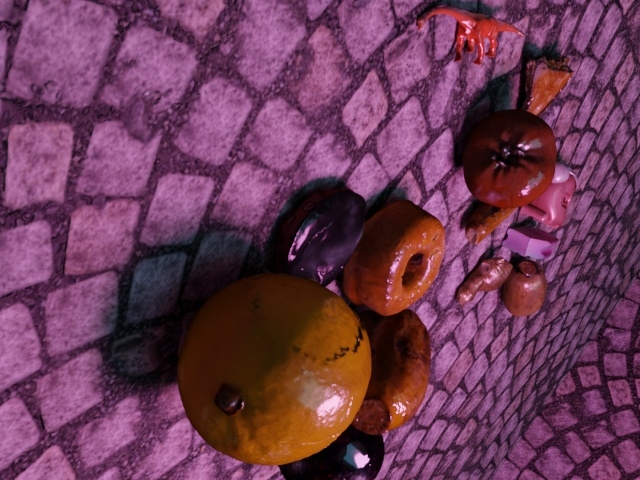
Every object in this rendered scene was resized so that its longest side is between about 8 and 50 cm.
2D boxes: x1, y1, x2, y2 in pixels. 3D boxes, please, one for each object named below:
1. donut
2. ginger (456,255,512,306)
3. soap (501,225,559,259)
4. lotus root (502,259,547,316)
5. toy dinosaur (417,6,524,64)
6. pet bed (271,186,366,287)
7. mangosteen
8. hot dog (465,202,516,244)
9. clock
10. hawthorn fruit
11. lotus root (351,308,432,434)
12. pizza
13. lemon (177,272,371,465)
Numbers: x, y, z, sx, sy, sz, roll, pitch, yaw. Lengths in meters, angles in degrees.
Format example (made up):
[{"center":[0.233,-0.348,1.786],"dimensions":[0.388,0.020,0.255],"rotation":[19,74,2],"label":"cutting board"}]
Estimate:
[{"center":[0.139,0.033,1.439],"dimensions":[0.226,0.114,0.226],"rotation":[-34,140,-35],"label":"donut"},{"center":[0.403,0.105,1.909],"dimensions":[0.165,0.067,0.096],"rotation":[-40,146,-4],"label":"ginger"},{"center":[0.548,0.005,1.982],"dimensions":[0.149,0.100,0.056],"rotation":[-5,121,-51],"label":"soap"},{"center":[0.561,0.142,2.108],"dimensions":[0.125,0.118,0.221],"rotation":[-27,137,-14],"label":"lotus root"},{"center":[0.260,-0.358,1.330],"dimensions":[0.279,0.055,0.101],"rotation":[-21,123,-42],"label":"toy dinosaur"},{"center":[0.000,0.000,1.277],"dimensions":[0.201,0.053,0.201],"rotation":[-34,140,-34],"label":"pet bed"},{"center":[0.012,0.393,1.505],"dimensions":[0.216,0.216,0.216],"rotation":[-34,141,-33],"label":"mangosteen"},{"center":[0.424,-0.091,1.766],"dimensions":[0.289,0.068,0.083],"rotation":[-41,167,-33],"label":"hot dog"},{"center":[0.600,-0.118,1.960],"dimensions":[0.166,0.093,0.162],"rotation":[15,101,-56],"label":"clock"},{"center":[0.393,-0.159,1.566],"dimensions":[0.199,0.199,0.251],"rotation":[-63,158,9],"label":"hawthorn fruit"},{"center":[0.106,0.241,1.450],"dimensions":[0.291,0.193,0.193],"rotation":[-72,170,-54],"label":"lotus root"},{"center":[0.458,-0.334,1.618],"dimensions":[0.185,0.052,0.195],"rotation":[-50,152,1],"label":"pizza"},{"center":[-0.065,0.185,1.135],"dimensions":[0.297,0.297,0.297],"rotation":[-34,141,-33],"label":"lemon"}]
